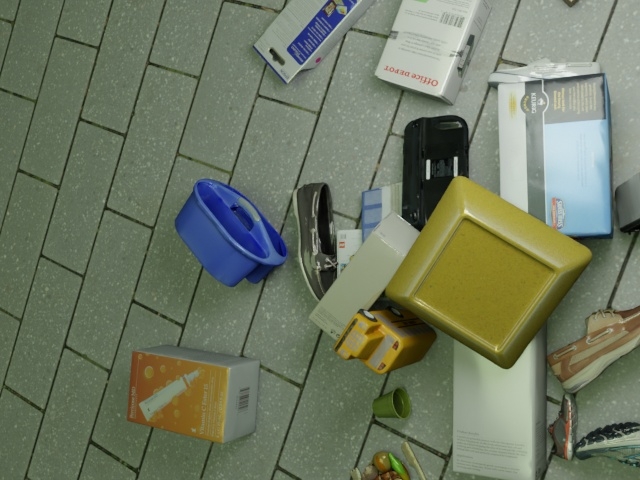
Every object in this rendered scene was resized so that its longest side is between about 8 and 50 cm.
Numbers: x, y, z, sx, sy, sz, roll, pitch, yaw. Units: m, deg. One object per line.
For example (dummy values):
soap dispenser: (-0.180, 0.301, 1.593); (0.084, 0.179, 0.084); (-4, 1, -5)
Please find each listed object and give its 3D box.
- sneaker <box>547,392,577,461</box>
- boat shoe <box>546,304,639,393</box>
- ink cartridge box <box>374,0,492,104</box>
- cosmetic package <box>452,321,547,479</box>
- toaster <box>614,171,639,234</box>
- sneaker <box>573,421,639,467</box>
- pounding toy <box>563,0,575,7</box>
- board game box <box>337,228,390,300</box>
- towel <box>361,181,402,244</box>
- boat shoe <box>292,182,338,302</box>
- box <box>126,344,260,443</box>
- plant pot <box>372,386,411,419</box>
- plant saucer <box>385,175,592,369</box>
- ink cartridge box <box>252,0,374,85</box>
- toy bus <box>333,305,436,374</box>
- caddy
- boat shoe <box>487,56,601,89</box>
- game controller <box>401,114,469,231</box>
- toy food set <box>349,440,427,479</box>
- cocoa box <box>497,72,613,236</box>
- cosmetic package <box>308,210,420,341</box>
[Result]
sneaker: (0.563, 0.434, 1.596); (0.065, 0.061, 0.157); (1, 86, 35)
boat shoe: (0.648, 0.209, 1.531); (0.324, 0.123, 0.116); (-44, 68, 16)
ink cartridge box: (0.286, -0.509, 1.741); (0.199, 0.115, 0.272); (24, 98, 25)
cosmetic package: (0.425, 0.362, 1.609); (0.197, 0.155, 0.365); (1, 87, 29)
toaster: (0.739, -0.088, 1.442); (0.168, 0.185, 0.110); (-8, 78, -1)
sneaker: (0.707, 0.466, 1.496); (0.283, 0.110, 0.122); (-18, 83, 24)
pounding toy: (0.597, -0.654, 1.619); (0.130, 0.100, 0.141); (-44, 81, 18)
board game box: (0.191, 0.063, 1.795); (0.306, 0.053, 0.192); (-2, 86, 26)
towel: (0.240, -0.067, 1.749); (0.285, 0.034, 0.209); (-11, 61, 24)
boat shoe: (0.000, 0.000, 1.860); (0.096, 0.112, 0.334); (-17, 77, 29)
box: (-0.371, 0.439, 1.987); (0.346, 0.168, 0.214); (4, 89, 26)
plant pot: (0.180, 0.431, 1.775); (0.079, 0.083, 0.083); (-24, 77, 35)
plant saucer: (0.346, 0.085, 1.456); (0.333, 0.081, 0.332); (31, 112, 7)
ink cartridge box: (-0.013, -0.624, 1.921); (0.371, 0.069, 0.175); (-44, 71, 15)
toy bus: (0.161, 0.240, 1.646); (0.130, 0.333, 0.108); (39, 104, 23)
caddy: (-0.241, -0.031, 1.910); (0.341, 0.241, 0.179); (49, 114, 19)
boat shoe: (0.536, -0.397, 1.637); (0.258, 0.095, 0.084); (8, 87, 16)
game controller: (0.289, -0.174, 1.718); (0.167, 0.067, 0.318); (0, 69, 13)
toy food set: (0.172, 0.622, 1.786); (0.192, 0.039, 0.132); (-35, 73, 20)
cocoa box: (0.536, -0.173, 1.538); (0.228, 0.231, 0.346); (-2, 87, 24)
cosmetic package: (0.113, 0.092, 1.681); (0.113, 0.160, 0.309); (39, 122, 6)
